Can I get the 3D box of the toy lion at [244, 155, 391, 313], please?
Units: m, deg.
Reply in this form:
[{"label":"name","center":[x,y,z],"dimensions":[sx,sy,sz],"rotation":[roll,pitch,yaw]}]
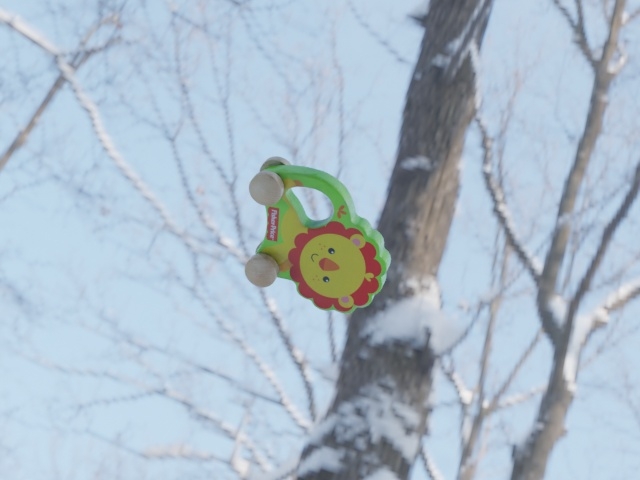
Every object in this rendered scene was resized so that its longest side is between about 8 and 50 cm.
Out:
[{"label":"toy lion","center":[0.000,0.000,1.057],"dimensions":[0.096,0.034,0.100],"rotation":[10,-61,12]}]
